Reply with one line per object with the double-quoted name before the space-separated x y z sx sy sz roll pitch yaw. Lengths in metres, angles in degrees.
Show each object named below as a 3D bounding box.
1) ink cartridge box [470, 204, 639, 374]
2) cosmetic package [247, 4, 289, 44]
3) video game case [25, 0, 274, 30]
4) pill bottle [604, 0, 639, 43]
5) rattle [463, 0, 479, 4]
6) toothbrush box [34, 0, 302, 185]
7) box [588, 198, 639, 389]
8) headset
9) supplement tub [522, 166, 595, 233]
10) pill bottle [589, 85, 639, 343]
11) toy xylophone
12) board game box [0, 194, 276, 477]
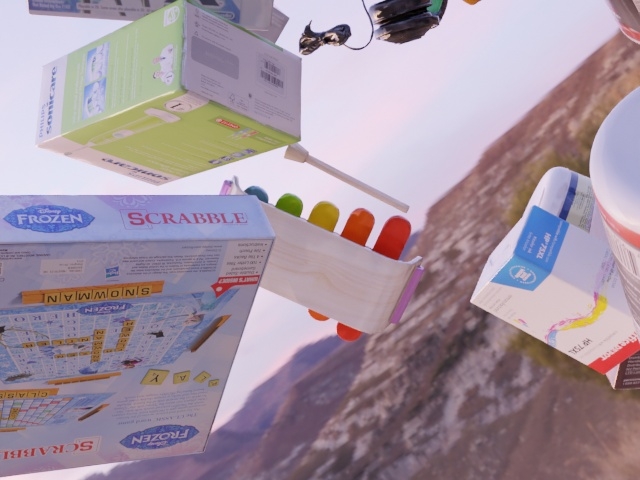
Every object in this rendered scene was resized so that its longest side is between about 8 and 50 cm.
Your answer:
"ink cartridge box" 0.307 0.070 1.065 0.078 0.231 0.134 -61 -2 -31
"cosmetic package" -0.156 -0.427 1.717 0.107 0.127 0.238 -58 30 11
"video game case" -0.212 -0.413 1.168 0.328 0.036 0.300 2 -49 -8
"pill bottle" 0.536 -0.459 1.525 0.176 0.176 0.318 -38 -31 17
"rattle" 0.181 -0.422 1.167 0.130 0.200 0.143 -30 -44 13
"toothbrush box" -0.193 -0.175 1.180 0.283 0.122 0.206 -14 -21 39
"box" 0.506 0.024 1.415 0.143 0.191 0.382 -2 -58 -8
"headset" 0.110 -0.480 1.798 0.185 0.243 0.394 -9 33 41
"supplement tub" 0.537 0.023 1.729 0.235 0.324 0.236 22 -90 -86
"pill bottle" 0.383 0.032 0.837 0.210 0.210 0.363 -35 -51 -4
"toy xylophone" 0.000 0.000 1.304 0.236 0.322 0.081 -58 2 18
"board game box" -0.233 0.097 0.861 0.318 0.066 0.318 -1 -48 -26
